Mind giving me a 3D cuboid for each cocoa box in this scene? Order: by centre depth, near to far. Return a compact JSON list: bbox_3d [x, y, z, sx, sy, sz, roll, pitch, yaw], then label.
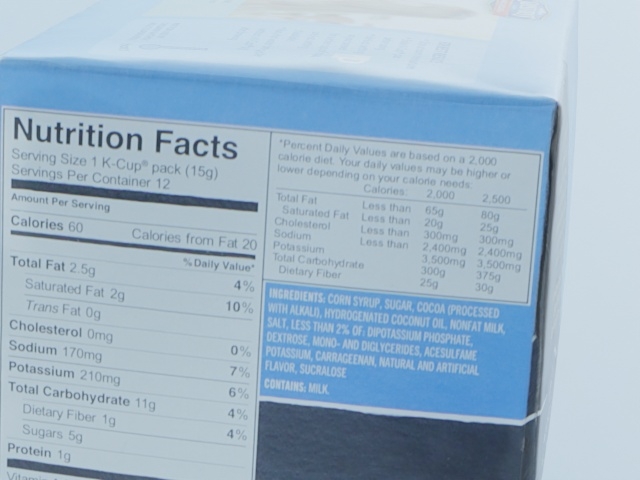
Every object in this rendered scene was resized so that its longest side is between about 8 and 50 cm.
[{"bbox_3d":[0.000,0.000,0.937,0.232,0.227,0.347,5,-164,7],"label":"cocoa box"}]
